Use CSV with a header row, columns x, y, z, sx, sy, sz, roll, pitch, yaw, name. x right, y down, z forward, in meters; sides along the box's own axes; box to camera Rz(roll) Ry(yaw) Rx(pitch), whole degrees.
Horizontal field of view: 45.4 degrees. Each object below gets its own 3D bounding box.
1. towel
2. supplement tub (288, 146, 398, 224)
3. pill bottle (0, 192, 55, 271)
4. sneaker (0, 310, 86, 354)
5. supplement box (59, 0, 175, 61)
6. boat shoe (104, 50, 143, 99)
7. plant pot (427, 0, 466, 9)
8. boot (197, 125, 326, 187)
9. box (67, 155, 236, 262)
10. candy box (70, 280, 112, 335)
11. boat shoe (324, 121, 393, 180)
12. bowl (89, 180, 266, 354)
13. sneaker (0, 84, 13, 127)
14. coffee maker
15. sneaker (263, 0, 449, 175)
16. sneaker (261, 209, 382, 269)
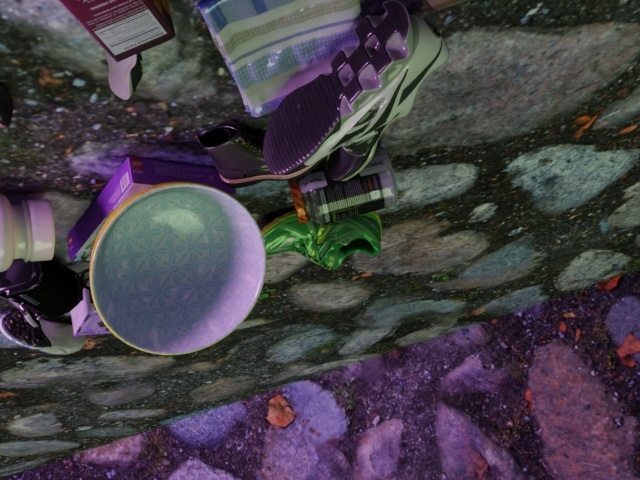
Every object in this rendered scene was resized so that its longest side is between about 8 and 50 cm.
x,y,z,sx,sy,sz,roll,pitch,yaw,name
-0.038,-0.277,1.067,0.209,0.034,0.285,-18,157,3,towel
0.040,-0.098,1.427,0.190,0.117,0.117,-15,158,-3,supplement tub
-0.550,-0.012,1.219,0.229,0.131,0.131,-3,155,-28,pill bottle
-0.649,0.220,1.765,0.086,0.085,0.237,-17,156,23,sneaker
-0.235,-0.290,0.809,0.080,0.104,0.188,-20,158,8,supplement box
-0.254,-0.238,1.007,0.046,0.038,0.125,27,148,5,boat shoe
0.188,-0.357,0.882,0.165,0.167,0.167,-17,159,24,plant pot
-0.092,-0.156,1.268,0.197,0.077,0.137,-20,152,7,boot
-0.313,-0.044,1.397,0.201,0.057,0.293,5,150,-39,box
-0.450,0.152,1.748,0.196,0.070,0.165,0,153,-32,candy box
0.058,-0.184,1.270,0.079,0.084,0.233,-16,154,-39,boat shoe
-0.251,0.030,1.286,0.289,0.290,0.156,-5,-162,-24,bowl
-0.461,-0.189,0.950,0.077,0.072,0.178,-7,153,6,sneaker
-0.537,0.068,1.469,0.171,0.120,0.178,-37,161,-10,coffee maker
0.054,-0.192,1.121,0.146,0.122,0.330,11,142,-45,sneaker
0.000,0.000,1.621,0.295,0.124,0.109,-8,157,-17,sneaker
